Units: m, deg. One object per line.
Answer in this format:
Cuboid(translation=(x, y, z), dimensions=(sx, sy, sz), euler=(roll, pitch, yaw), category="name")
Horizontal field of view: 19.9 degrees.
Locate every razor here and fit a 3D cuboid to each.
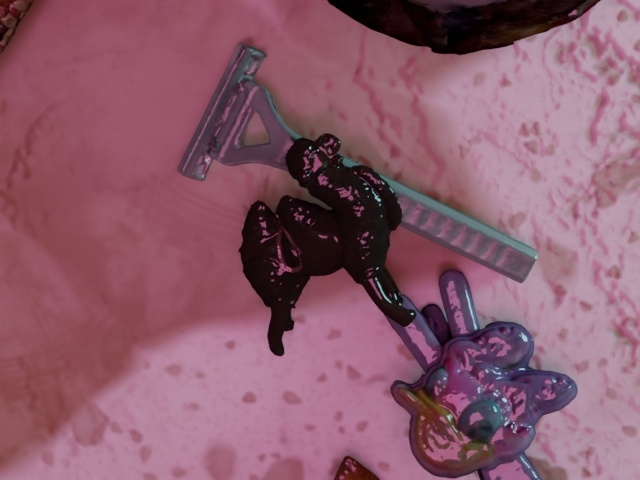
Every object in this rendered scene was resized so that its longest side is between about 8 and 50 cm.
Cuboid(translation=(0.038, -0.040, 1.391), dimensions=(0.278, 0.056, 0.111), euler=(26, 99, -4), category="razor")

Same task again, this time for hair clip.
Cuboid(translation=(0.143, 0.158, 1.410), dimensions=(0.137, 0.090, 0.278), euler=(-24, 100, 1), category="hair clip")

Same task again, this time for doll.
Cuboid(translation=(0.000, 0.000, 1.365), dimensions=(0.139, 0.057, 0.165), euler=(-10, 115, 22), category="doll")

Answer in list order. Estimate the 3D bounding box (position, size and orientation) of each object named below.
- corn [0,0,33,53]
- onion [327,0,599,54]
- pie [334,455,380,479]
Cuboid(translation=(-0.240, -0.207, 1.349), dimensions=(0.086, 0.086, 0.253), euler=(35, 96, -5), category="corn")
Cuboid(translation=(0.101, -0.280, 1.256), dimensions=(0.314, 0.232, 0.314), euler=(17, 139, 15), category="onion")
Cuboid(translation=(0.007, 0.269, 1.462), dimensions=(0.088, 0.033, 0.191), euler=(29, 95, -15), category="pie")
